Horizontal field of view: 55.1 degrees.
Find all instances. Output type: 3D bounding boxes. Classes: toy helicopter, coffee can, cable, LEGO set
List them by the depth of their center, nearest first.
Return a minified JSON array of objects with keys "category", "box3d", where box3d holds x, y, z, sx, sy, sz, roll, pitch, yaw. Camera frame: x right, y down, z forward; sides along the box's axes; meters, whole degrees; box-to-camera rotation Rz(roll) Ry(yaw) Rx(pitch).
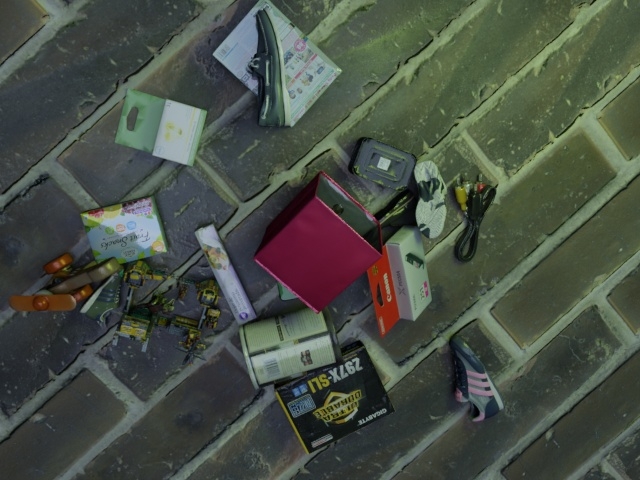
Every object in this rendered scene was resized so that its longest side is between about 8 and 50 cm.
[{"category":"toy helicopter","box3d":[-0.685,0.116,1.681,0.355,0.235,0.140,-18,105,35]},{"category":"LEGO set","box3d":[-0.454,0.216,1.790,0.332,0.192,0.254,24,109,-14]},{"category":"coffee can","box3d":[-0.090,0.319,1.874,0.276,0.201,0.201,-15,102,-5]},{"category":"cable","box3d":[0.488,-0.076,1.974,0.140,0.072,0.286,-10,114,-23]}]

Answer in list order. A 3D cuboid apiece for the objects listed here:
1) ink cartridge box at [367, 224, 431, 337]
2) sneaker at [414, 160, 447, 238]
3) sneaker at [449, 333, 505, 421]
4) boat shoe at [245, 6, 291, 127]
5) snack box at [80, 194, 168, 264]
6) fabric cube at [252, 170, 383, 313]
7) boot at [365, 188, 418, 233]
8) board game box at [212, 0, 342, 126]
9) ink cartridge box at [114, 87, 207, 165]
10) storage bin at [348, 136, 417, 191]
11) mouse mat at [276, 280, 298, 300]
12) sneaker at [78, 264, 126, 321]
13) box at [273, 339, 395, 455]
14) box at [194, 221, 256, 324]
[{"category":"ink cartridge box","box3d":[0.243,0.126,1.860,0.239,0.060,0.274,-40,125,-44]},{"category":"sneaker","box3d":[0.346,-0.117,1.879,0.094,0.153,0.234,-15,78,23]},{"category":"sneaker","box3d":[0.487,0.462,2.024,0.131,0.112,0.318,-33,101,-4]},{"category":"boat shoe","box3d":[-0.151,-0.466,1.677,0.099,0.116,0.319,-11,107,-9]},{"category":"snack box","box3d":[-0.574,-0.026,1.814,0.207,0.070,0.174,-13,103,-4]},{"category":"fabric cube","box3d":[0.000,0.000,1.770,0.254,0.259,0.258,40,110,-12]},{"category":"boot","box3d":[0.243,-0.046,1.924,0.198,0.077,0.137,-39,108,1]},{"category":"board game box","box3d":[-0.124,-0.510,1.778,0.303,0.097,0.224,42,93,-11]},{"category":"ink cartridge box","box3d":[-0.465,-0.329,1.786,0.235,0.056,0.171,15,98,-12]},{"category":"storage bin","box3d":[0.188,-0.234,1.875,0.180,0.084,0.121,19,97,-11]},{"category":"mouse mat","box3d":[-0.068,0.090,1.936,0.153,0.007,0.189,-11,100,-6]},{"category":"sneaker","box3d":[-0.631,0.164,1.848,0.086,0.064,0.192,41,93,-20]},{"category":"box","box3d":[0.045,0.507,1.990,0.322,0.079,0.257,-25,100,-3]},{"category":"box","box3d":[-0.289,0.101,1.878,0.063,0.067,0.323,-24,103,-2]}]
